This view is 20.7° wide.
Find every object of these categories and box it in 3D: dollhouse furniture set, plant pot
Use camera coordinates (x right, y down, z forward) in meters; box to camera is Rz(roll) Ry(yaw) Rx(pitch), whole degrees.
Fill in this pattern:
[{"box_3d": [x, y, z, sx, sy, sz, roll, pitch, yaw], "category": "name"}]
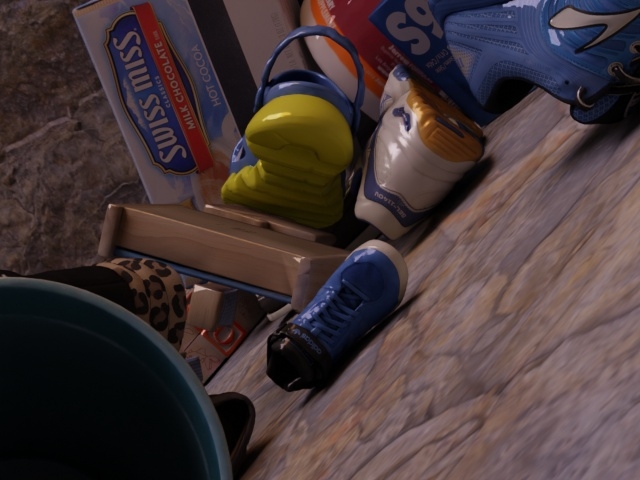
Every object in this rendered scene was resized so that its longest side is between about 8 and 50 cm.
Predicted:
[{"box_3d": [-0.085, 0.135, 1.592, 0.286, 0.198, 0.303, -3, -72, -67], "category": "dollhouse furniture set"}, {"box_3d": [-0.198, 0.194, 1.138, 0.271, 0.272, 0.255, -49, -10, -20], "category": "plant pot"}]

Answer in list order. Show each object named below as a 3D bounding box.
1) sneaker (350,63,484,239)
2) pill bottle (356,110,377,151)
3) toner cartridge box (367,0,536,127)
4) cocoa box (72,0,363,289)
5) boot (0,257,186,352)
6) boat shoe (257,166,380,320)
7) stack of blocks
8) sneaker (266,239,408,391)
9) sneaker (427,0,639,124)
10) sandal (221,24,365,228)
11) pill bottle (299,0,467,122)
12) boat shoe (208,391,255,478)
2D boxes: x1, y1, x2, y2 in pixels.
[{"box_3d": [0.076, -0.082, 1.656, 0.131, 0.112, 0.296, -52, 1, 11], "category": "sneaker"}, {"box_3d": [0.054, -0.156, 2.231, 0.246, 0.130, 0.130, -44, 6, 30], "category": "pill bottle"}, {"box_3d": [0.190, -0.242, 1.628, 0.075, 0.165, 0.348, -51, 6, -28], "category": "toner cartridge box"}, {"box_3d": [-0.103, -0.158, 2.021, 0.228, 0.347, 0.231, -20, 11, 8], "category": "cocoa box"}, {"box_3d": [-0.287, 0.148, 1.367, 0.284, 0.138, 0.377, -7, -42, -52], "category": "boot"}, {"box_3d": [0.000, 0.000, 1.852, 0.228, 0.069, 0.081, -43, 7, 33], "category": "boat shoe"}, {"box_3d": [-0.192, 0.147, 2.179, 0.171, 0.087, 0.297, -50, 6, -26], "category": "stack of blocks"}, {"box_3d": [0.008, 0.066, 1.367, 0.084, 0.058, 0.152, -45, -2, -45], "category": "sneaker"}, {"box_3d": [0.216, -0.161, 1.171, 0.130, 0.147, 0.330, -19, 3, -40], "category": "sneaker"}, {"box_3d": [-0.018, -0.105, 1.694, 0.317, 0.126, 0.138, 126, 157, -69], "category": "sandal"}, {"box_3d": [0.179, -0.311, 1.877, 0.392, 0.224, 0.224, -45, 6, 27], "category": "pill bottle"}, {"box_3d": [-0.151, 0.214, 1.348, 0.285, 0.103, 0.092, -44, -2, -35], "category": "boat shoe"}]
